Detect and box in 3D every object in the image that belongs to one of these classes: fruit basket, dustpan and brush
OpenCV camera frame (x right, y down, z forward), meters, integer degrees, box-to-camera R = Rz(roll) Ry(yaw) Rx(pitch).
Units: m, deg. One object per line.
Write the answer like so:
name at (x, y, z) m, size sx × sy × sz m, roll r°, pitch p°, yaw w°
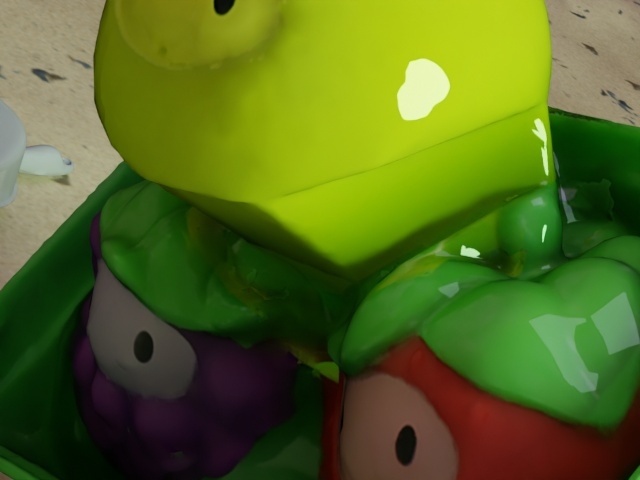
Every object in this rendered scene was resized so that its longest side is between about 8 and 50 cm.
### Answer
fruit basket at (0.000, 0.000, 0.690) m, size 0.392 × 0.392 × 0.283 m, roll 37°, pitch 70°, yaw 10°
dustpan and brush at (-0.223, -0.063, 1.120) m, size 0.147 × 0.060 × 0.211 m, roll 40°, pitch 26°, yaw 25°
